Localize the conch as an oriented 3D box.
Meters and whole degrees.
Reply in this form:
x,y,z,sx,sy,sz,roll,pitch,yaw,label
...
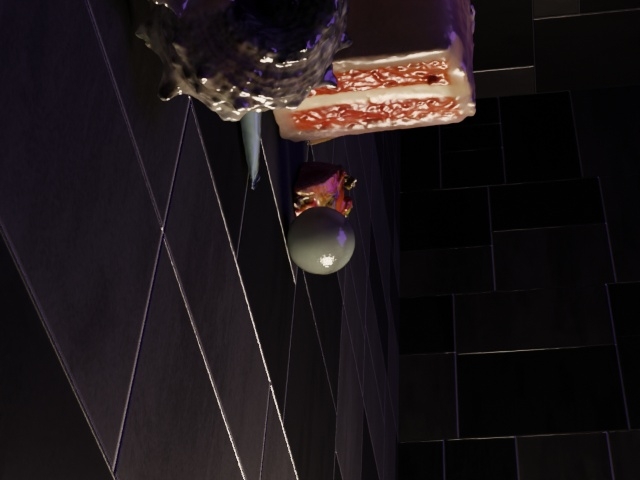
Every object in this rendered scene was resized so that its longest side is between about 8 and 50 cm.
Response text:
x,y,z,sx,sy,sz,roll,pitch,yaw,label
-0.082,-0.234,1.114,0.241,0.186,0.313,-52,151,-8,conch

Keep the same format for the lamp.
x,y,z,sx,sy,sz,roll,pitch,yaw,label
0.000,0.000,1.825,0.105,0.105,0.105,-4,90,-82,lamp

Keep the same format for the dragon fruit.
x,y,z,sx,sy,sz,roll,pitch,yaw,label
0.012,-0.068,1.964,0.147,0.096,0.102,-79,166,-56,dragon fruit

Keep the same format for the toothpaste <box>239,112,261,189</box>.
x,y,z,sx,sy,sz,roll,pitch,yaw,label
-0.089,-0.169,1.539,0.056,0.036,0.205,-76,164,-71,toothpaste

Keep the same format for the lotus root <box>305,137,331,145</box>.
x,y,z,sx,sy,sz,roll,pitch,yaw,label
0.048,-0.304,2.098,0.272,0.191,0.272,-10,90,-87,lotus root

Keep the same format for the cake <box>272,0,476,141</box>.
x,y,z,sx,sy,sz,roll,pitch,yaw,label
0.066,-0.295,1.756,0.237,0.308,0.230,58,26,-67,cake
